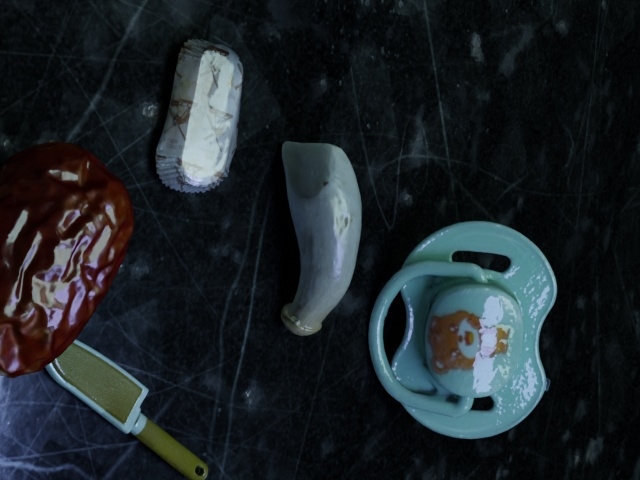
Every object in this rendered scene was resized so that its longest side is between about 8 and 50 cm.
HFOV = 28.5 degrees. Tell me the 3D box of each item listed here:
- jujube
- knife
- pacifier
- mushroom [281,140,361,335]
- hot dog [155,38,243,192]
[{"bbox_3d":[-0.299,0.018,1.313,0.174,0.174,0.250,39,76,-48],"label":"jujube"},{"bbox_3d":[-0.235,0.199,1.529,0.343,0.027,0.061,47,61,-41],"label":"knife"},{"bbox_3d":[0.222,0.133,1.995,0.269,0.288,0.343,-65,163,-84],"label":"pacifier"},{"bbox_3d":[0.000,0.000,1.733,0.103,0.118,0.270,-4,97,-54],"label":"mushroom"},{"bbox_3d":[-0.147,-0.152,1.566,0.108,0.059,0.191,14,87,-39],"label":"hot dog"}]
